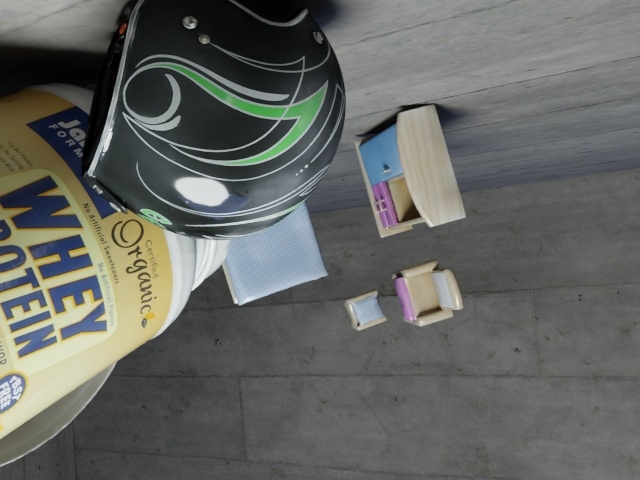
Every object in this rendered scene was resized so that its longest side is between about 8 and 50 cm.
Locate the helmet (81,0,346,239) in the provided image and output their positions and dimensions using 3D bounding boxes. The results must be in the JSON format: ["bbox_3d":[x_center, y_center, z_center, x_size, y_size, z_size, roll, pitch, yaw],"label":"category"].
[{"bbox_3d":[-0.065,-0.084,0.567,0.161,0.170,0.169,14,170,-22],"label":"helmet"}]

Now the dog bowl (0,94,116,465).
[{"bbox_3d":[-0.338,0.037,0.794,0.102,0.349,0.348,11,-172,39],"label":"dog bowl"}]

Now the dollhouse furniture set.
[{"bbox_3d":[0.000,0.000,1.031,0.303,0.287,0.198,-16,180,-12],"label":"dollhouse furniture set"}]

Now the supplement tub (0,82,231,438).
[{"bbox_3d":[-0.240,0.013,0.640,0.228,0.228,0.316,-7,-160,41],"label":"supplement tub"}]
